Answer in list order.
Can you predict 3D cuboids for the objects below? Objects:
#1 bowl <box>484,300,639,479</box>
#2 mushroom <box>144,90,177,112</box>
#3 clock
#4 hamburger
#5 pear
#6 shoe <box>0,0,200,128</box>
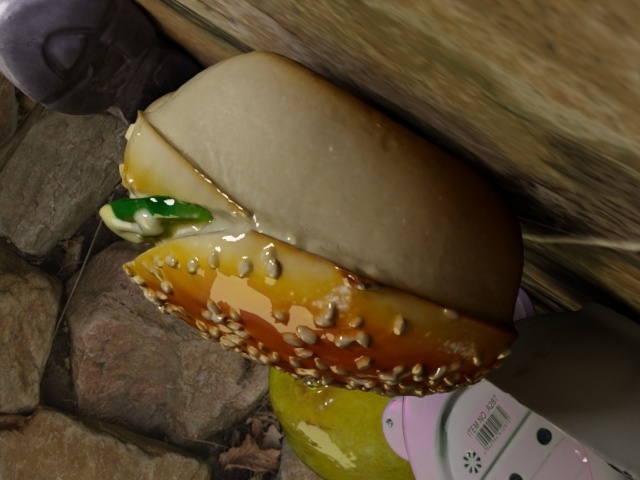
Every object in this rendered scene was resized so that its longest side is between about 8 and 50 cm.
[{"bbox_3d":[0.188,0.096,0.703,0.189,0.086,0.189,34,180,0],"label":"bowl"},{"bbox_3d":[-0.067,-0.046,0.832,0.166,0.127,0.166,45,173,7],"label":"mushroom"},{"bbox_3d":[0.171,0.170,0.887,0.090,0.227,0.248,-3,-139,-46],"label":"clock"},{"bbox_3d":[0.001,0.001,0.566,0.237,0.147,0.237,31,180,0],"label":"hamburger"},{"bbox_3d":[0.089,0.155,1.164,0.321,0.269,0.269,5,-160,-43],"label":"pear"},{"bbox_3d":[-0.192,-0.153,0.821,0.138,0.095,0.245,31,-176,19],"label":"shoe"}]
